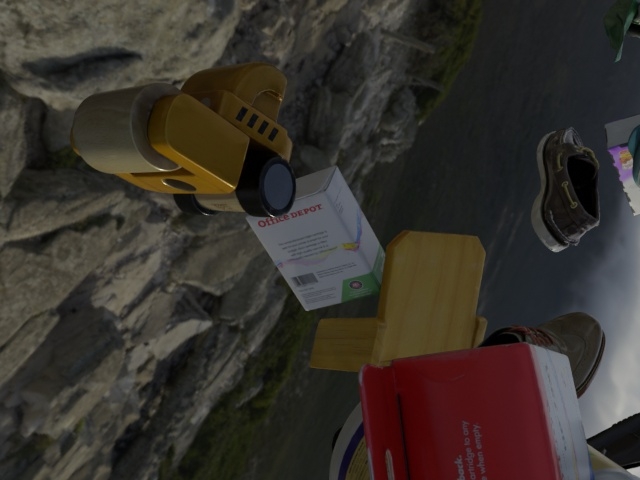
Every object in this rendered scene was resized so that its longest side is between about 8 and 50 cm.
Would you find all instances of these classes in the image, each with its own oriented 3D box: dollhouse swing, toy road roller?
[{"bbox_3d":[0.186,0.146,1.488,0.347,0.315,0.304,3,83,-36],"label":"dollhouse swing"},{"bbox_3d":[-0.179,-0.180,0.950,0.329,0.203,0.240,27,71,-52],"label":"toy road roller"}]

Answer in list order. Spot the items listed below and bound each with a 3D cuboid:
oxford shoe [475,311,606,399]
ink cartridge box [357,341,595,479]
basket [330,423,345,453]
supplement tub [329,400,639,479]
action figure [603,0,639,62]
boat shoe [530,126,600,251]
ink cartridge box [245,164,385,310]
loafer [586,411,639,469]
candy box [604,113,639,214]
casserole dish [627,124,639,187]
[{"bbox_3d":[0.321,0.178,0.942,0.348,0.123,0.130,-26,125,-33],"label":"oxford shoe"},{"bbox_3d":[0.105,0.133,0.363,0.231,0.078,0.134,23,57,-61],"label":"ink cartridge box"},{"bbox_3d":[0.167,0.462,1.416,0.227,0.204,0.154,-5,118,-57],"label":"basket"},{"bbox_3d":[0.183,0.290,0.622,0.241,0.331,0.241,-10,111,-27],"label":"supplement tub"},{"bbox_3d":[0.347,-0.260,0.670,0.137,0.064,0.232,-68,169,25],"label":"action figure"},{"bbox_3d":[0.466,-0.115,1.165,0.097,0.117,0.324,-36,-161,43],"label":"boat shoe"},{"bbox_3d":[0.000,0.000,1.364,0.278,0.201,0.117,59,31,-26],"label":"ink cartridge box"},{"bbox_3d":[0.368,0.311,0.845,0.220,0.078,0.080,-31,148,8],"label":"loafer"},{"bbox_3d":[0.629,-0.147,1.140,0.196,0.165,0.070,48,41,-37],"label":"candy box"},{"bbox_3d":[0.415,-0.070,0.657,0.037,0.188,0.114,-49,149,-29],"label":"casserole dish"}]
